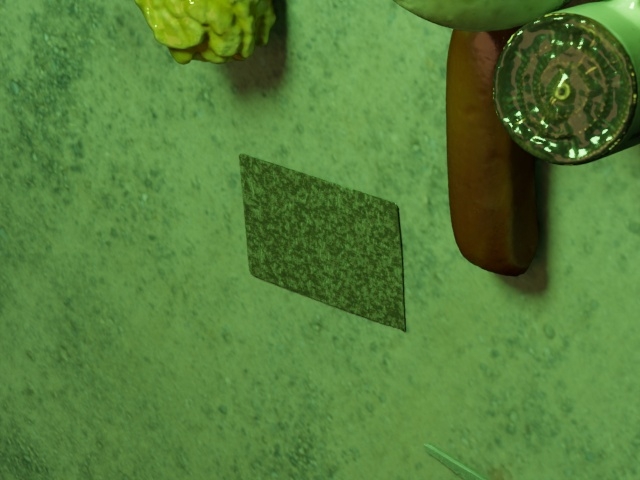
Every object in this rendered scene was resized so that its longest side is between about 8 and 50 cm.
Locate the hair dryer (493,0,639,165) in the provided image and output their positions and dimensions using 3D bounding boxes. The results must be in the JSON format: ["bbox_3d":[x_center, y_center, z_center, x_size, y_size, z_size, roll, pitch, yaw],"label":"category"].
[{"bbox_3d":[0.295,-0.227,1.475,0.128,0.203,0.362,41,117,16],"label":"hair dryer"}]

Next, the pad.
[{"bbox_3d":[0.000,0.000,2.015,0.235,0.003,0.158,19,125,38],"label":"pad"}]

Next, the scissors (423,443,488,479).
[{"bbox_3d":[0.185,0.272,1.979,0.189,0.015,0.100,33,131,31],"label":"scissors"}]

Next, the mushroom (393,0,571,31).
[{"bbox_3d":[0.127,-0.283,1.579,0.243,0.243,0.244,24,127,35],"label":"mushroom"}]

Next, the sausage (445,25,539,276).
[{"bbox_3d":[0.162,-0.093,1.737,0.089,0.083,0.300,13,123,26],"label":"sausage"}]

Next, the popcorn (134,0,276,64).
[{"bbox_3d":[-0.131,-0.282,1.888,0.163,0.140,0.194,16,121,33],"label":"popcorn"}]
